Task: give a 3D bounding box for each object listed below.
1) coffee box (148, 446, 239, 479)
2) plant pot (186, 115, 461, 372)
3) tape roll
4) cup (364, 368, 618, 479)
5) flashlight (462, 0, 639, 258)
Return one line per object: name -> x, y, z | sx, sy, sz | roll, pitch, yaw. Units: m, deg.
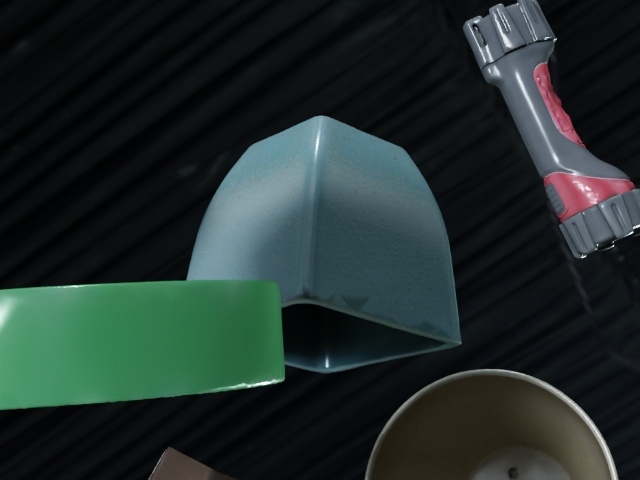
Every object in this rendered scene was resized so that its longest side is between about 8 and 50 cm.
coffee box -> -0.132, 0.318, 0.850 | 0.119, 0.297, 0.168 | 27, 21, -1
plant pot -> 0.000, 0.000, 1.461 | 0.247, 0.248, 0.252 | 18, 66, -37
tape roll -> -0.187, 0.077, 0.899 | 0.321, 0.321, 0.077 | 10, 75, -71
cup -> 0.251, 0.353, 1.653 | 0.331, 0.331, 0.237 | 63, 12, 22
flashlight -> 0.280, -0.135, 1.418 | 0.103, 0.103, 0.304 | -6, 72, -59
